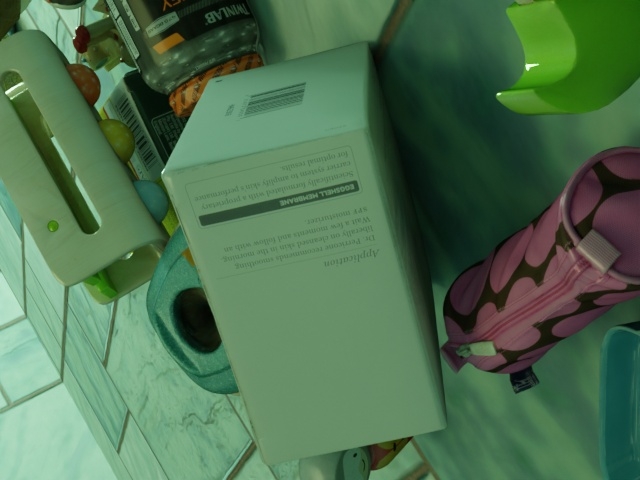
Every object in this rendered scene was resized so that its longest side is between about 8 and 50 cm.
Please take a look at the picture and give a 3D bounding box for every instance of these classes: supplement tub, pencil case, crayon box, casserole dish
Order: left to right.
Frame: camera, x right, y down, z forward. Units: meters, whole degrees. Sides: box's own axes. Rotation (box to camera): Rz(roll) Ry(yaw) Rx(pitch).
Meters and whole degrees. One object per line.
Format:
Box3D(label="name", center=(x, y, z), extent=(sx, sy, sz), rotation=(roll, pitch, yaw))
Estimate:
Box3D(label="crayon box", center=(-0.192, -0.076, 1.294), extent=(0.202, 0.081, 0.318), rotation=(64, 156, -2))
Box3D(label="supplement tub", center=(-0.130, -0.215, 0.977), extent=(0.190, 0.117, 0.117), rotation=(63, 157, -1))
Box3D(label="pencil case", center=(0.148, 0.023, 0.681), extent=(0.095, 0.098, 0.209), rotation=(57, 155, 13))
Box3D(label="casserole dish", center=(0.231, 0.127, 0.695), extent=(0.114, 0.037, 0.188), rotation=(36, 144, 47))

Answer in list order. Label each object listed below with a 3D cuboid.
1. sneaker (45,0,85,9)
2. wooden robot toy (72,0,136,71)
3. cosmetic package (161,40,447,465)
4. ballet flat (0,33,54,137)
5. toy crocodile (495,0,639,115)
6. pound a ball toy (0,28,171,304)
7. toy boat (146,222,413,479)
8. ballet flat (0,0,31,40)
Box3D(label="sneaker", center=(-0.281, -0.313, 1.110), extent=(0.065, 0.061, 0.157), rotation=(-11, 105, 61))
Box3D(label="wooden robot toy", center=(-0.231, -0.219, 1.246), extent=(0.079, 0.076, 0.173), rotation=(51, 156, 1))
Box3D(label="cosmetic package", center=(0.000, 0.000, 0.794), extent=(0.224, 0.138, 0.224), rotation=(-84, -19, -66))
Box3D(label="ballet flat", center=(-0.529, -0.302, 1.706), extent=(0.348, 0.123, 0.123), rotation=(62, 156, 4))
Box3D(label="toy crocodile", center=(0.087, -0.220, 0.518), extent=(0.115, 0.105, 0.340), rotation=(27, 145, 53))
Box3D(label="pound a ball toy", center=(-0.267, -0.093, 1.208), extent=(0.319, 0.136, 0.208), rotation=(59, 179, 15))
Box3D(label="toy boat", center=(-0.041, 0.098, 1.038), extent=(0.318, 0.148, 0.267), rotation=(49, 131, 12))
Box3D(label="ballet flat", center=(-0.363, -0.351, 1.239), extent=(0.116, 0.124, 0.342), rotation=(120, 140, -56))
